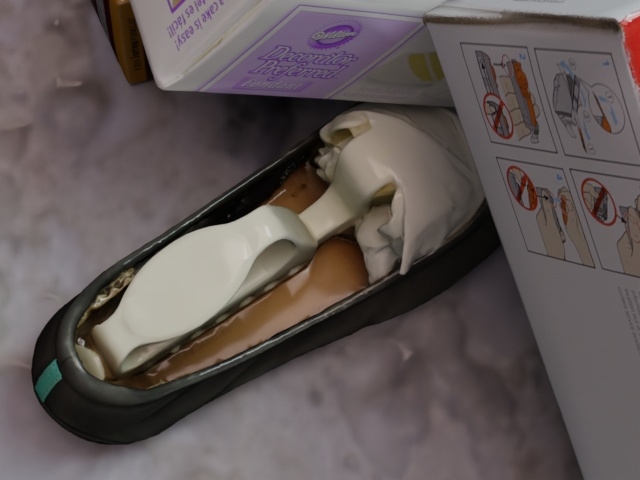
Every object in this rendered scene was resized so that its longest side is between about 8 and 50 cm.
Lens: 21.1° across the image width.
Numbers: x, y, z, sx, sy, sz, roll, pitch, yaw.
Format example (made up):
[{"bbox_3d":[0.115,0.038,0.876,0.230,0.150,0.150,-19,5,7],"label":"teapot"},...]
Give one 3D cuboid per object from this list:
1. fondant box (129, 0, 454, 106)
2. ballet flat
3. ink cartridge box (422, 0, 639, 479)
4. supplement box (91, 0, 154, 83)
[{"bbox_3d":[0.001,-0.222,0.742,0.238,0.096,0.330,-1,64,-42],"label":"fondant box"},{"bbox_3d":[0.000,0.000,0.759,0.280,0.096,0.095,-35,79,-12],"label":"ballet flat"},{"bbox_3d":[0.225,0.001,0.673,0.272,0.130,0.309,-29,109,-21],"label":"ink cartridge box"},{"bbox_3d":[-0.091,-0.183,0.799,0.081,0.104,0.188,-22,78,-10],"label":"supplement box"}]
